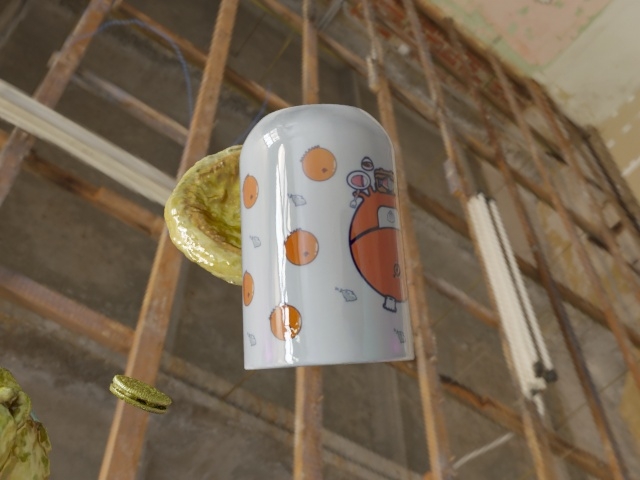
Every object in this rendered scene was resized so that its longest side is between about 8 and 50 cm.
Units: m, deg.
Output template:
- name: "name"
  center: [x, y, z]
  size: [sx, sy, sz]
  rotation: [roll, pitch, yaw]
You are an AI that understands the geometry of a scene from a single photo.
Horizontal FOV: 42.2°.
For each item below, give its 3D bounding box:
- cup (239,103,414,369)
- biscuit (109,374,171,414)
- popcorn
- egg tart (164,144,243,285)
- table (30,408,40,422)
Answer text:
- name: "cup"
  center: [0.000, 0.000, 1.058]
  size: [0.212, 0.212, 0.318]
  rotation: [5, -103, -47]
- name: "biscuit"
  center: [-0.240, 0.206, 1.109]
  size: [0.084, 0.023, 0.084]
  rotation: [25, 175, 2]
- name: "popcorn"
  center: [-0.432, 0.242, 0.972]
  size: [0.203, 0.200, 0.226]
  rotation: [20, -119, -82]
- name: "egg tart"
  center: [-0.099, -0.022, 1.339]
  size: [0.318, 0.128, 0.319]
  rotation: [4, -136, -4]
- name: "table"
  center: [-0.523, 0.351, 1.216]
  size: [0.240, 0.121, 0.111]
  rotation: [-33, -76, -35]
